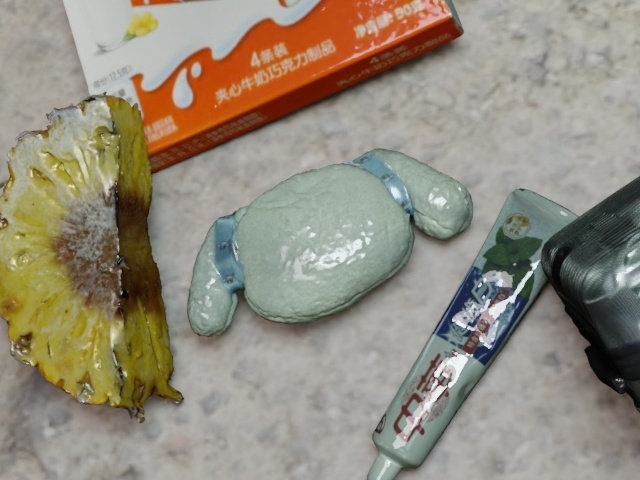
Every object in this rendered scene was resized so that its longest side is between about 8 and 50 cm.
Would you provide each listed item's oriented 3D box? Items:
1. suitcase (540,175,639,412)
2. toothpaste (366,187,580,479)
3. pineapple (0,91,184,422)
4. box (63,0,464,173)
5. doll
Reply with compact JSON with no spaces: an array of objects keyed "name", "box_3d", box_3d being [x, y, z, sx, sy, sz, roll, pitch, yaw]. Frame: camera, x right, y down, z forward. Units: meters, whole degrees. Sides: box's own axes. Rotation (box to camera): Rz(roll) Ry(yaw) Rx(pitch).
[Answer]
[{"name":"suitcase","box_3d":[0.288,-0.018,0.813,0.312,0.202,0.128,-34,94,5]},{"name":"toothpaste","box_3d":[0.099,0.070,0.923,0.060,0.038,0.233,32,84,14]},{"name":"pineapple","box_3d":[-0.180,0.016,0.960,0.135,0.079,0.233,-9,86,20]},{"name":"box","box_3d":[-0.065,-0.216,0.995,0.273,0.048,0.265,-24,74,15]},{"name":"doll","box_3d":[0.000,0.000,0.938,0.214,0.071,0.103,-26,76,2]}]
